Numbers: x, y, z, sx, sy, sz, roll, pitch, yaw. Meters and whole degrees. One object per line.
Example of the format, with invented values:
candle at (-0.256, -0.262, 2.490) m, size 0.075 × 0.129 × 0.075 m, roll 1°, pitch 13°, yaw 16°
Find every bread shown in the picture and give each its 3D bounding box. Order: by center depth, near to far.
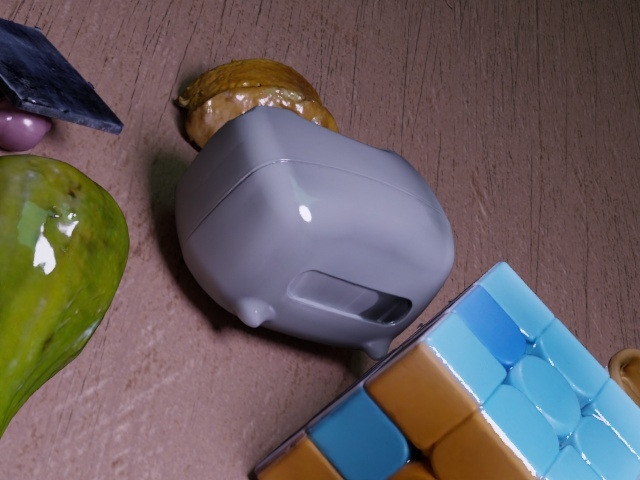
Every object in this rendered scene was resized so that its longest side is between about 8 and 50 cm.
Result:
bread at (-0.071, -0.166, 2.231) m, size 0.229 × 0.139 × 0.143 m, roll 25°, pitch 28°, yaw -34°

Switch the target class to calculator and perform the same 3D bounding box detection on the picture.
calculator at (-0.348, -0.208, 1.956) m, size 0.161 × 0.021 × 0.261 m, roll 14°, pitch 24°, yaw -44°

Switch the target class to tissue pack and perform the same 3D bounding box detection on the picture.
tissue pack at (0.000, 0.000, 2.010) m, size 0.333 × 0.229 × 0.236 m, roll 18°, pitch 38°, yaw -40°

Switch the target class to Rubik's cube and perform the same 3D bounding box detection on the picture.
Rubik's cube at (0.160, 0.246, 1.856) m, size 0.291 × 0.291 × 0.290 m, roll 50°, pitch 30°, yaw 4°

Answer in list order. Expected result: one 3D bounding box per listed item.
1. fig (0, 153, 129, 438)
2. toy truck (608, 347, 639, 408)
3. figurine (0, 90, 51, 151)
fig at (-0.293, 0.054, 1.584) m, size 0.233 × 0.233 × 0.314 m, roll 26°, pitch 30°, yaw -31°
toy truck at (0.383, 0.289, 2.164) m, size 0.204 × 0.211 × 0.288 m, roll 45°, pitch 26°, yaw 1°
figurine at (-0.349, -0.136, 1.902) m, size 0.083 × 0.067 × 0.071 m, roll 6°, pitch 16°, yaw -33°
